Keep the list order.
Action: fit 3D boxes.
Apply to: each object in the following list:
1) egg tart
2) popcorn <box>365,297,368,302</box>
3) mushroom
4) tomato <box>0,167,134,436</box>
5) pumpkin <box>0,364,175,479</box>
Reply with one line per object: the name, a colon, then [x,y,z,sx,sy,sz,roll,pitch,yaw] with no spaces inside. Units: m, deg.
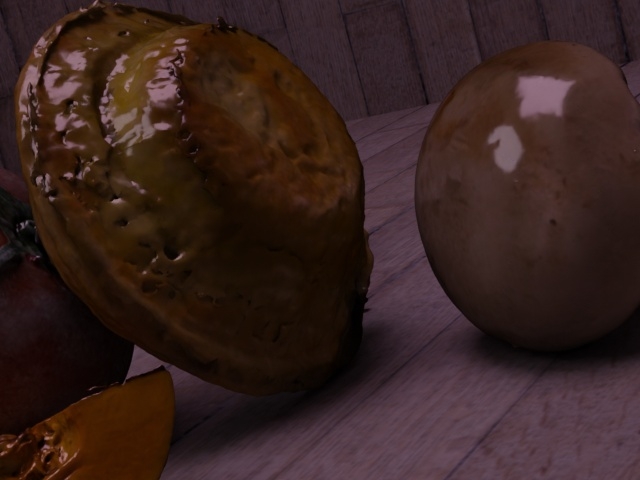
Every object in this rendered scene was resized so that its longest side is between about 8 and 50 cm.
egg tart: [-0.086,-0.068,1.307,0.178,0.443,0.443,-35,-2,35]
popcorn: [-0.056,0.028,1.564,0.140,0.163,0.194,-42,40,5]
mushroom: [0.247,-0.042,1.257,0.290,0.292,0.292,-2,4,-25]
tomato: [-0.334,0.074,1.307,0.282,0.317,0.316,-52,-2,21]
pumpkin: [-0.248,0.206,1.130,0.279,0.111,0.163,-20,-4,-14]
